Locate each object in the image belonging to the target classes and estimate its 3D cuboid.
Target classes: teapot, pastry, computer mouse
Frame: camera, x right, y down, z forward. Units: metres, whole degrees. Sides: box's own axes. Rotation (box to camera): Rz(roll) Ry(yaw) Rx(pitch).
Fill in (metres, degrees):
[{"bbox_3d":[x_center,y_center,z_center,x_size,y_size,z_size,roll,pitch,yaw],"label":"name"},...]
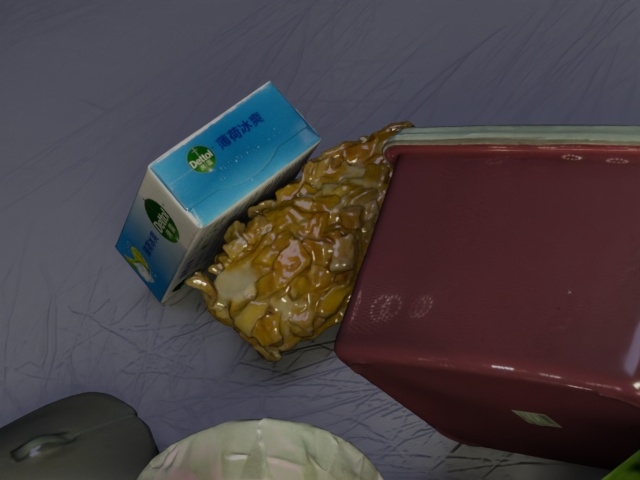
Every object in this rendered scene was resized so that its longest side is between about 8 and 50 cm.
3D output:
[{"bbox_3d":[-0.008,0.223,0.946,0.163,0.222,0.178,-55,24,32],"label":"teapot"},{"bbox_3d":[0.000,0.000,1.329,0.250,0.102,0.154,-33,40,-19],"label":"pastry"},{"bbox_3d":[-0.273,0.219,1.194,0.331,0.095,0.197,-33,33,-15],"label":"computer mouse"}]

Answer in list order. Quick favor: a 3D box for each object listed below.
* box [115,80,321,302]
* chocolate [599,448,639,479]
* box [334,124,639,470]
[{"bbox_3d":[-0.093,-0.039,1.406,0.139,0.073,0.194,-38,-6,-25],"label":"box"},{"bbox_3d":[0.280,0.177,0.767,0.301,0.137,0.289,-35,29,-16],"label":"chocolate"},{"bbox_3d":[0.160,0.041,1.017,0.294,0.193,0.167,3,62,45],"label":"box"}]
